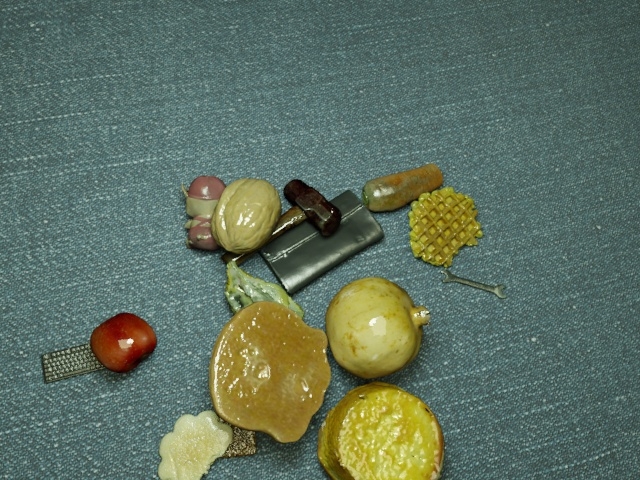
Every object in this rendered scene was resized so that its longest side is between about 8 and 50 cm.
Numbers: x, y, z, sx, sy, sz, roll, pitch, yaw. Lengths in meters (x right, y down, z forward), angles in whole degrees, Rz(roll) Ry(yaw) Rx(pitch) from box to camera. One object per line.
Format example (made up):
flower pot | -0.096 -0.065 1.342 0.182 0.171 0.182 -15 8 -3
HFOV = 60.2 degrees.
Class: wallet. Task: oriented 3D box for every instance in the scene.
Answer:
wallet | 0.000 0.000 1.934 0.406 0.062 0.228 -31 71 -15

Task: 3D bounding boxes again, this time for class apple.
apple | -0.604 0.311 1.699 0.181 0.181 0.168 -35 81 -15

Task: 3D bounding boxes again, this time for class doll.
doll | -0.375 -0.093 1.883 0.196 0.152 0.255 1 88 -39

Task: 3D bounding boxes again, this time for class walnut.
walnut | -0.235 -0.075 1.755 0.225 0.225 0.260 25 66 1

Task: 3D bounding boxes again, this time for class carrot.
carrot | 0.296 -0.191 2.002 0.302 0.138 0.138 -23 77 -13

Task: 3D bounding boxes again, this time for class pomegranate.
pomegranate | 0.190 0.269 1.748 0.343 0.342 0.342 2 73 -6

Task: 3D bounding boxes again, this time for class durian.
durian | -0.203 0.195 1.805 0.306 0.166 0.172 42 75 0

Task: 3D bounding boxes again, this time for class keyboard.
keyboard | -0.727 0.368 1.769 0.310 0.018 0.100 -13 76 -10

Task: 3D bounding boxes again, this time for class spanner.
spanner | 0.550 0.156 1.986 0.255 0.015 0.054 16 74 -2

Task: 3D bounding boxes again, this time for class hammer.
hammer | -0.153 -0.039 1.877 0.409 0.095 0.242 -34 54 -13

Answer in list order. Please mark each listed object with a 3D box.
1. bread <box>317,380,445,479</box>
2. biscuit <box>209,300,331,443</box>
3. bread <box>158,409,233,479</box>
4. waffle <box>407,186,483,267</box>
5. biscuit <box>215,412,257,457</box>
bread | 0.199 0.635 1.698 0.399 0.215 0.397 4 72 -11
biscuit | -0.148 0.381 1.647 0.365 0.062 0.385 27 61 -11
bread | -0.400 0.640 1.703 0.182 0.039 0.250 39 79 10
waffle | 0.445 -0.045 1.981 0.301 0.058 0.281 -17 94 -18
biscuit | -0.270 0.567 1.759 0.131 0.025 0.230 -3 74 -8
